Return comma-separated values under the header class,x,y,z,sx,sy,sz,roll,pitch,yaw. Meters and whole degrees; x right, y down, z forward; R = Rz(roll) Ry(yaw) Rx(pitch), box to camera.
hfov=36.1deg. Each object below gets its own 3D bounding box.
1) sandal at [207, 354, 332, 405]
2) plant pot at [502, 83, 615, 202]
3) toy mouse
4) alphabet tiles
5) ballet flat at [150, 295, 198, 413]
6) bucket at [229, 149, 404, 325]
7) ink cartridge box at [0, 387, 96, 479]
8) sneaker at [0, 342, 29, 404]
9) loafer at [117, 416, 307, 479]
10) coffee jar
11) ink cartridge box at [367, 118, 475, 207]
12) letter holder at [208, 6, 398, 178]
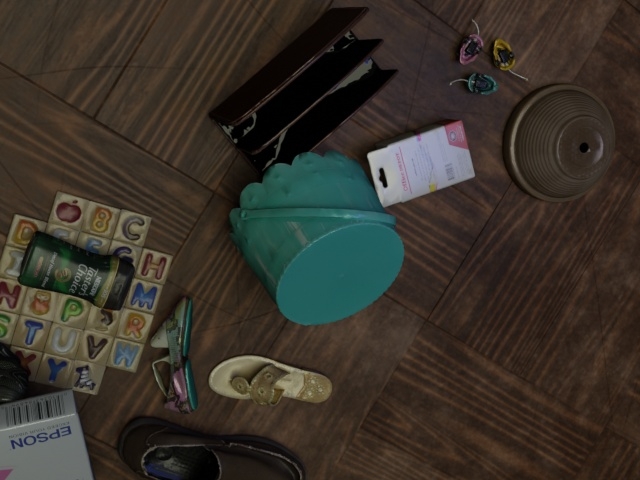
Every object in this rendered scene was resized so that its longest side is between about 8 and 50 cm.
class,x,y,z,sx,sy,sz,roll,pitch,yaw
sandal,-0.085,0.271,1.842,0.240,0.079,0.088,9,97,-18
plant pot,0.485,-0.186,1.913,0.238,0.110,0.237,-3,100,-17
toy mouse,0.297,-0.333,1.869,0.143,0.031,0.161,-36,108,-8
alphabet tiles,-0.431,0.097,1.742,0.285,0.011,0.342,17,95,-19
ballet flat,-0.268,0.210,1.786,0.079,0.077,0.221,-1,101,3
bucket,0.000,0.000,1.702,0.281,0.183,0.281,-19,140,-17
ink cartridge box,-0.550,0.410,1.655,0.324,0.071,0.330,-12,132,-13
sneaker,-0.593,0.252,1.682,0.228,0.130,0.087,-15,131,21
loafer,-0.192,0.431,1.813,0.366,0.130,0.133,14,96,-19
coffee jar,-0.417,0.055,1.690,0.184,0.079,0.096,19,95,-20
ink cartridge box,0.179,-0.146,1.850,0.198,0.067,0.115,-19,105,-14
letter holder,-0.015,-0.251,1.693,0.302,0.214,0.152,-42,109,-6
